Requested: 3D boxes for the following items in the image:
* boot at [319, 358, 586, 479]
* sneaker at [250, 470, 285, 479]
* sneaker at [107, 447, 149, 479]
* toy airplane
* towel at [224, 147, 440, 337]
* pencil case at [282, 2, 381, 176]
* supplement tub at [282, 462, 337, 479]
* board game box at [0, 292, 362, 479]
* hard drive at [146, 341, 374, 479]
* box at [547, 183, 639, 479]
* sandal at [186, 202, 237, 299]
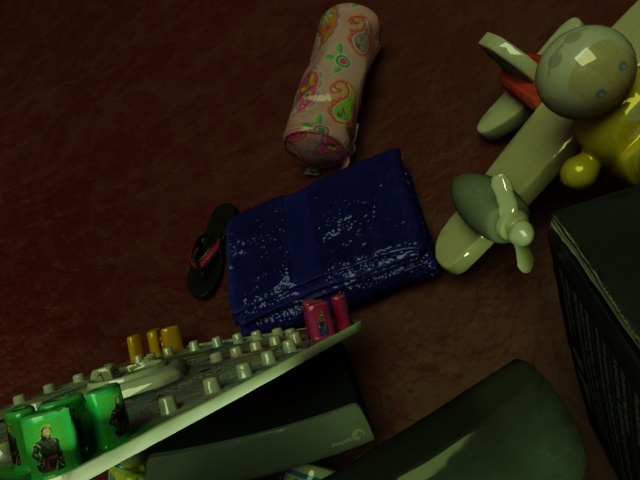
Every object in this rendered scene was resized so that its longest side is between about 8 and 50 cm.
[{"bbox_3d":[0.000,0.225,0.393,0.445,0.367,0.146,-23,44,-4],"label":"boot"},{"bbox_3d":[-0.114,0.304,0.587,0.106,0.162,0.281,-4,63,24],"label":"sneaker"},{"bbox_3d":[-0.260,0.315,0.670,0.126,0.091,0.240,-35,74,15],"label":"sneaker"},{"bbox_3d":[0.304,-0.156,0.562,0.384,0.272,0.386,-6,73,42],"label":"toy airplane"},{"bbox_3d":[0.000,0.000,0.748,0.308,0.076,0.228,-21,58,14],"label":"towel"},{"bbox_3d":[0.023,-0.255,0.850,0.124,0.124,0.284,3,66,27],"label":"pencil case"},{"bbox_3d":[-0.019,0.318,0.592,0.071,0.071,0.107,4,67,27],"label":"supplement tub"},{"bbox_3d":[-0.210,0.144,0.553,0.390,0.390,0.050,-15,88,34],"label":"board game box"},{"bbox_3d":[-0.078,0.198,0.611,0.254,0.054,0.172,-13,27,-3],"label":"hard drive"},{"bbox_3d":[0.440,0.140,0.225,0.480,0.297,0.472,-19,29,14],"label":"box"},{"bbox_3d":[-0.190,0.011,0.853,0.067,0.040,0.179,1,65,26],"label":"sandal"}]
